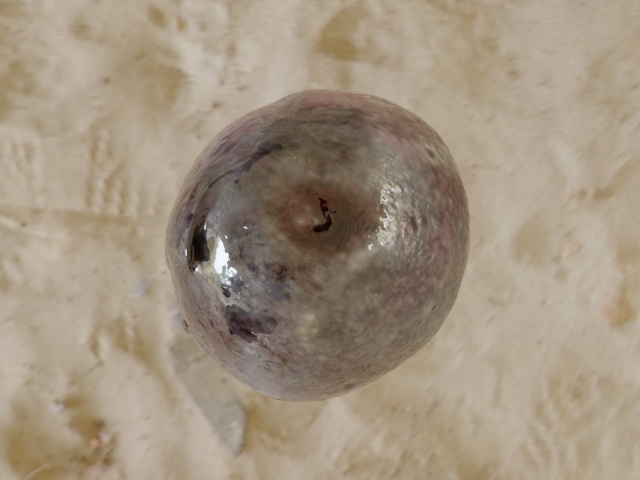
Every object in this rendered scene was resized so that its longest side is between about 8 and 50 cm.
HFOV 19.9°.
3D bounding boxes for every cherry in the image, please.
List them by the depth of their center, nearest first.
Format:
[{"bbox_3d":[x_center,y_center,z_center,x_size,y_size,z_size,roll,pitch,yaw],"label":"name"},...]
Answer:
[{"bbox_3d":[0.001,-0.001,1.070,0.195,0.195,0.195,2,99,15],"label":"cherry"}]
